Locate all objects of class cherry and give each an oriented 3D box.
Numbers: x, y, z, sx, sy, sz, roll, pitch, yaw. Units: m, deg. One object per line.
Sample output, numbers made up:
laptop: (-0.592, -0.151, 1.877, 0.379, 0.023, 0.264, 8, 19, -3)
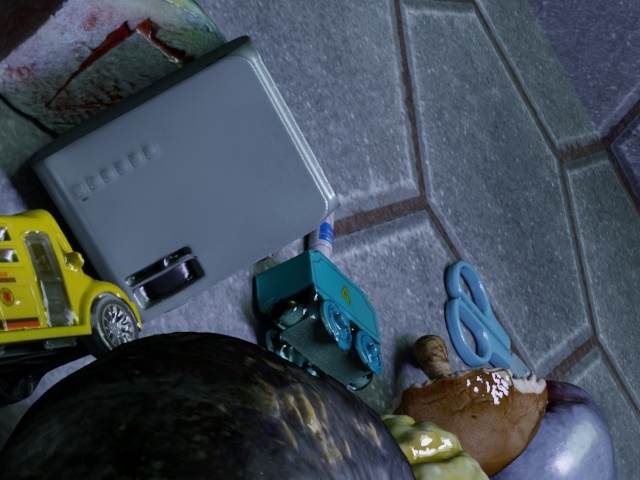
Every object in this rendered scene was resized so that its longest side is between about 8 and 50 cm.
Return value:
cherry: (0.338, 0.333, 2.027, 0.255, 0.218, 0.296, -51, 122, -68)

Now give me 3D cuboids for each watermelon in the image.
watermelon: (-0.250, -0.215, 1.416, 0.261, 0.201, 0.213, 33, 0, 41)

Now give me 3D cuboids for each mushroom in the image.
mushroom: (0.153, 0.220, 1.852, 0.208, 0.301, 0.233, -49, 129, -13)

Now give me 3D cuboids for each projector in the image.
projector: (-0.133, -0.061, 1.357, 0.198, 0.250, 0.108, 60, 1, -16)

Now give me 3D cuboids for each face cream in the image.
face cream: (0.000, 0.000, 1.827, 0.034, 0.034, 0.130, 48, 33, -37)

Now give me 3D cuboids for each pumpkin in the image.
pumpkin: (-0.094, 0.299, 1.058, 0.454, 0.344, 0.454, -11, 90, -69)

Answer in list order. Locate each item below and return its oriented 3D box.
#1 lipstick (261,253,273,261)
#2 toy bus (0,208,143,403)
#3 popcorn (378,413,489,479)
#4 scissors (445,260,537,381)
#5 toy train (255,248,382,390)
lipstick: (-0.088, -0.018, 1.686, 0.094, 0.019, 0.019, 62, 26, -12)
toy bus: (-0.296, 0.056, 1.083, 0.330, 0.144, 0.152, 0, 70, -61)
popcorn: (0.082, 0.337, 1.397, 0.293, 0.334, 0.292, 20, 38, -5)
scissors: (0.332, 0.212, 2.321, 0.447, 0.029, 0.192, 47, 34, -38)
toy train: (0.000, 0.104, 1.676, 0.198, 0.107, 0.154, 43, 28, -43)
